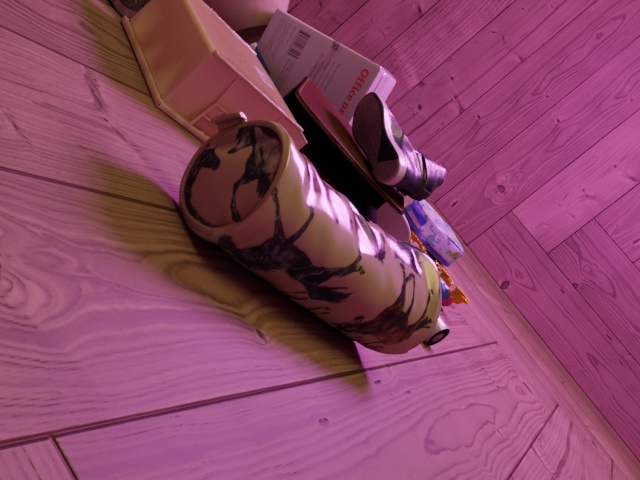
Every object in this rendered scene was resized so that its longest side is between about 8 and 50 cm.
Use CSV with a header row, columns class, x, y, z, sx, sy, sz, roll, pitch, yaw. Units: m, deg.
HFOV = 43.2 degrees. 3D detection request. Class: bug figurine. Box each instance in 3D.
class,x,y,z,sx,sy,sz,roll,pitch,yaw
bug figurine,0.252,0.070,1.948,0.279,0.072,0.216,54,6,37

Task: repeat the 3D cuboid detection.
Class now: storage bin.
class,x,y,z,sx,sy,sz,roll,pitch,yaw
storage bin,-0.171,-0.265,1.346,0.260,0.123,0.262,38,17,-46

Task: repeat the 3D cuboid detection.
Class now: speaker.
class,x,y,z,sx,sy,sz,roll,pitch,yaw
speaker,0.196,0.138,1.597,0.136,0.055,0.055,57,14,28

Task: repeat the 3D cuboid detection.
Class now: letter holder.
class,x,y,z,sx,sy,sz,roll,pitch,yaw
letter holder,0.011,-0.141,1.558,0.302,0.152,0.214,47,15,-12

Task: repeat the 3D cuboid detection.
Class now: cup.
class,x,y,z,sx,sy,sz,roll,pitch,yaw
cup,-0.195,-0.572,1.822,0.331,0.331,0.236,-24,99,-77

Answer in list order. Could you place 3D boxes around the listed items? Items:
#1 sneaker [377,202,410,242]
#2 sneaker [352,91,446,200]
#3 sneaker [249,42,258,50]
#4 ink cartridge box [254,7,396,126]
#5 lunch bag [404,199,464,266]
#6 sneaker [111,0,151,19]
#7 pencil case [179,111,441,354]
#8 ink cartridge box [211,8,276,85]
class,x,y,z,sx,sy,sz,roll,pitch,yaw
sneaker,0.091,-0.105,1.814,0.296,0.104,0.147,39,21,-25
sneaker,0.152,-0.173,1.555,0.163,0.086,0.226,20,43,-41
sneaker,-0.185,-0.536,2.149,0.256,0.094,0.151,42,18,-26
ink cartridge box,-0.005,-0.351,1.811,0.270,0.198,0.197,33,10,11
lunch bag,0.347,-0.031,2.528,0.176,0.090,0.219,43,14,-32
sneaker,-0.338,-0.461,1.422,0.232,0.090,0.115,52,9,4
pencil case,0.000,0.000,1.067,0.410,0.160,0.183,38,34,-43
ink cartridge box,-0.193,-0.363,1.631,0.203,0.086,0.148,48,13,-5
